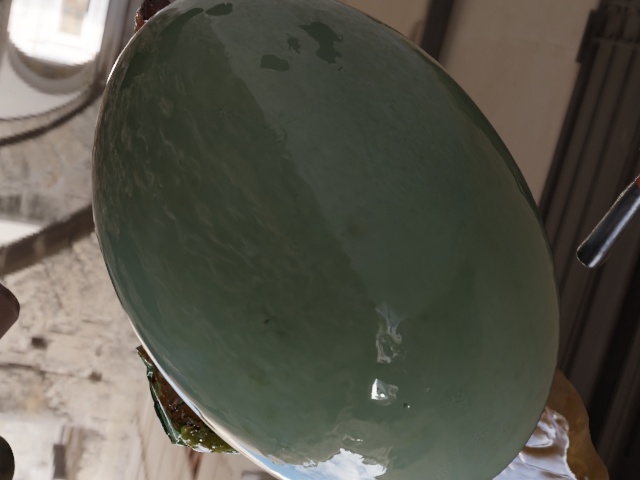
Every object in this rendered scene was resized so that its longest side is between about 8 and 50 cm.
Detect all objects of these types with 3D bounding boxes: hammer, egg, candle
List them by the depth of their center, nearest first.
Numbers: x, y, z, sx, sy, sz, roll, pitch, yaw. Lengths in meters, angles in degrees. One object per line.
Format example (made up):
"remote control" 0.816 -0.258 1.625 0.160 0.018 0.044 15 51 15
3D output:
"egg" 0.000 0.000 0.486 0.282 0.203 0.203 57 -156 9
"hammer" 0.280 -0.050 0.831 0.033 0.111 0.287 43 159 15
"candle" -0.187 -0.246 1.116 0.048 0.053 0.162 -30 -173 -13

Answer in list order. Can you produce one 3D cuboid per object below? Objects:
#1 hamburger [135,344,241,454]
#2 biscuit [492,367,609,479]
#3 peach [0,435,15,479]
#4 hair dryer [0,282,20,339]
"hamburger" -0.113 0.201 1.291 0.214 0.235 0.125 -19 -173 -10
"biscuit" 0.157 0.171 1.150 0.385 0.062 0.365 53 157 -6
"peach" -0.285 0.181 0.769 0.083 0.083 0.083 13 -167 -3
"hair dryer" -0.644 0.115 1.502 0.344 0.106 0.189 14 -129 26
